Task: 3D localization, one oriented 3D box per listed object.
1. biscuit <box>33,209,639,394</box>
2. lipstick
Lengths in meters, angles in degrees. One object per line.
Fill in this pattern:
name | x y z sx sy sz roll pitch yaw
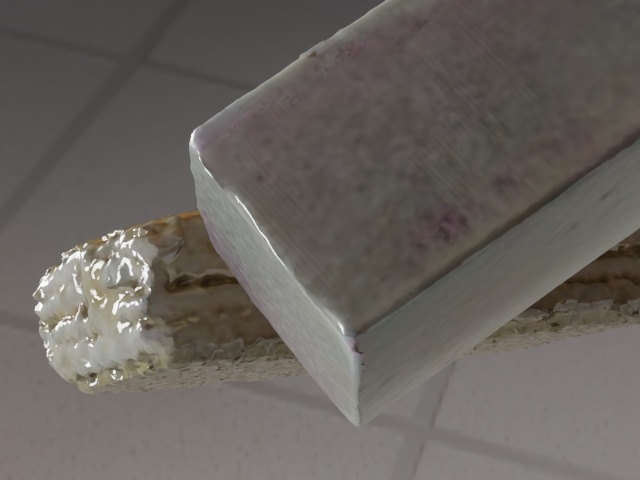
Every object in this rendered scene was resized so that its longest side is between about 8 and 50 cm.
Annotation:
biscuit | 0.018 0.018 0.596 0.239 0.108 0.062 -5 -98 -31
lipstick | 0.116 -0.077 0.380 0.317 0.068 0.066 -35 -109 -12
